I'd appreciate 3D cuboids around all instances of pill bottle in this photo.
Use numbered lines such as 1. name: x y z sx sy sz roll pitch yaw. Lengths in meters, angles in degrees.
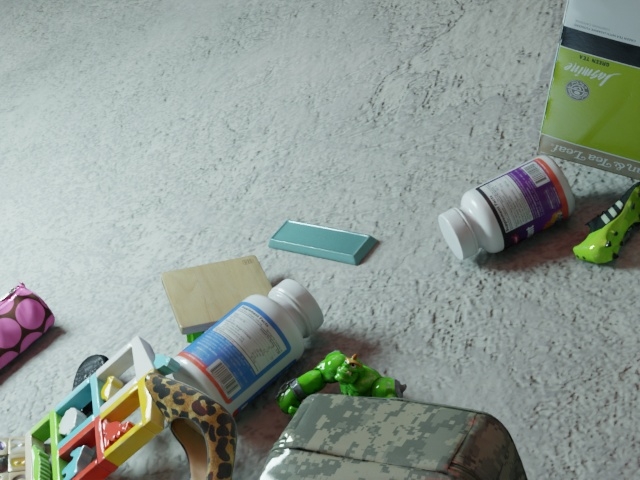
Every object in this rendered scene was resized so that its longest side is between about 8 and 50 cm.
1. pill bottle: -0.103 0.158 1.859 0.221 0.124 0.124 -39 39 -26
2. pill bottle: 0.286 -0.046 1.948 0.194 0.108 0.108 -26 36 -7

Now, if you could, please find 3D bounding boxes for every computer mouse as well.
1. computer mouse: -0.352 0.272 1.913 0.071 0.041 0.242 -24 39 24

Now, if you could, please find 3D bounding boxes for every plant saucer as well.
1. plant saucer: 0.000 0.000 2.108 0.192 0.018 0.067 12 47 36

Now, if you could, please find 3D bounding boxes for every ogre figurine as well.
1. ogre figurine: 0.035 0.221 1.741 0.118 0.097 0.197 -55 29 -14

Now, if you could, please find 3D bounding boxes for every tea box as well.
1. tea box: 0.527 -0.266 1.863 0.329 0.323 0.220 18 46 13

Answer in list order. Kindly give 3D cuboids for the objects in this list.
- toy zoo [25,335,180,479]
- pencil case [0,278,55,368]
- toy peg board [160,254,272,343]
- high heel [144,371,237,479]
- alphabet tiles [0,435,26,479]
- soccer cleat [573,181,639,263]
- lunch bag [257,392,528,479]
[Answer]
1. toy zoo: -0.315 0.262 1.807 0.293 0.030 0.192 -40 34 14
2. pencil case: -0.552 0.163 2.097 0.095 0.098 0.209 18 51 41
3. toy peg board: -0.158 0.110 2.009 0.161 0.079 0.161 -11 34 -14
4. high heel: -0.182 0.304 1.648 0.261 0.093 0.186 42 57 10
5. alphabet tiles: -0.515 0.374 1.825 0.198 0.009 0.237 -5 34 -11
6. soccer cleat: 0.446 -0.032 1.898 0.072 0.060 0.179 3 40 49
7. lunch bag: 0.064 0.338 1.462 0.305 0.212 0.256 5 42 32
